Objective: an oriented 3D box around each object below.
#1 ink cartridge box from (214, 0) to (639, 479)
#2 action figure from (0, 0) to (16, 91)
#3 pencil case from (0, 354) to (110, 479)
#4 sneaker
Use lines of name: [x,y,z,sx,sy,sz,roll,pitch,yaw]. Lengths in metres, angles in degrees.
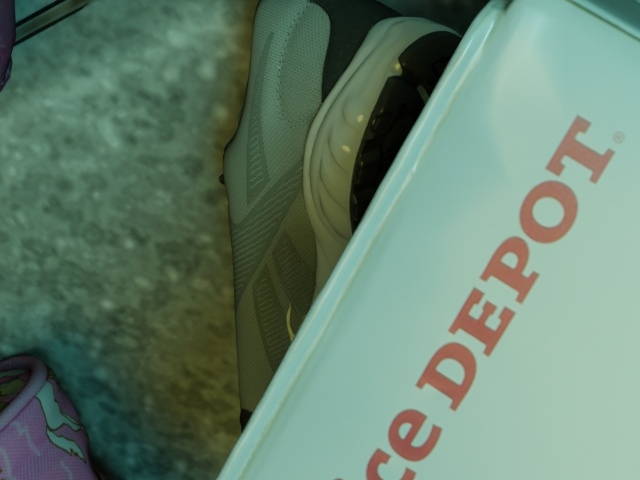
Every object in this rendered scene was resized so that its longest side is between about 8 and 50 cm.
ink cartridge box: [0.177,0.112,0.474,0.384,0.160,0.279,32,110,9]
action figure: [-0.168,-0.164,0.546,0.275,0.248,0.370,-10,142,-28]
pencil case: [-0.119,0.245,0.734,0.167,0.160,0.386,-12,117,45]
sneaker: [0.000,0.000,0.620,0.108,0.100,0.272,38,135,30]
